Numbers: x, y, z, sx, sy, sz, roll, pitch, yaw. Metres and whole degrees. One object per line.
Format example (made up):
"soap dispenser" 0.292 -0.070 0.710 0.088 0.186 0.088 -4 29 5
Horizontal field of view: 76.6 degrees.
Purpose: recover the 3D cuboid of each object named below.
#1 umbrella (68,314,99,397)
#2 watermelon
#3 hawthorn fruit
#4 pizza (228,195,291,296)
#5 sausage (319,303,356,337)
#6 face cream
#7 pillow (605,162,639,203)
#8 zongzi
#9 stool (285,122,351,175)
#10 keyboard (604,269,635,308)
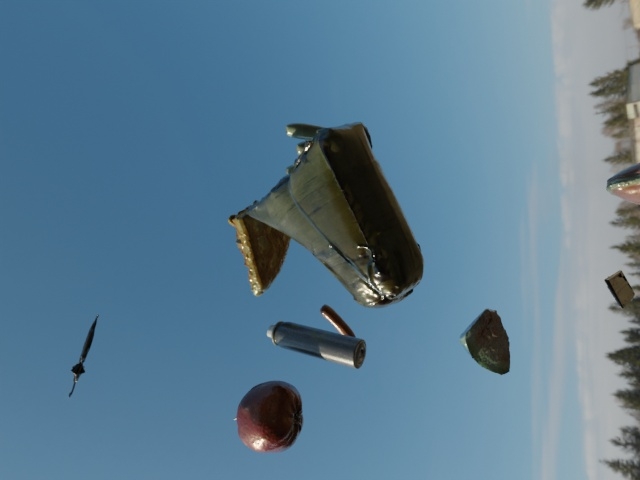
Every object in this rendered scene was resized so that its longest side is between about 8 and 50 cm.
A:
"umbrella" -0.382 0.185 0.655 0.022 0.022 0.149 21 -87 -18
"watermelon" 0.328 0.202 0.803 0.180 0.094 0.081 58 -176 -33
"hawthorn fruit" -0.146 0.464 1.073 0.179 0.200 0.179 28 -122 -58
"pizza" -0.152 -0.005 1.240 0.258 0.087 0.268 -37 -57 -46
"sausage" 0.063 0.275 1.286 0.177 0.047 0.040 49 -157 -2
"face cream" -0.020 0.263 1.053 0.073 0.283 0.073 -15 -73 -57
"pillow" 0.437 -0.069 0.443 0.171 0.179 0.075 0 -102 -40
"zongzi" 0.000 0.000 0.791 0.160 0.360 0.323 -14 -100 -47
"stool" 0.006 -0.247 1.211 0.198 0.195 0.195 -5 -52 -15
"keyboard" 0.627 0.098 0.846 0.198 0.010 0.064 -3 -114 -47
